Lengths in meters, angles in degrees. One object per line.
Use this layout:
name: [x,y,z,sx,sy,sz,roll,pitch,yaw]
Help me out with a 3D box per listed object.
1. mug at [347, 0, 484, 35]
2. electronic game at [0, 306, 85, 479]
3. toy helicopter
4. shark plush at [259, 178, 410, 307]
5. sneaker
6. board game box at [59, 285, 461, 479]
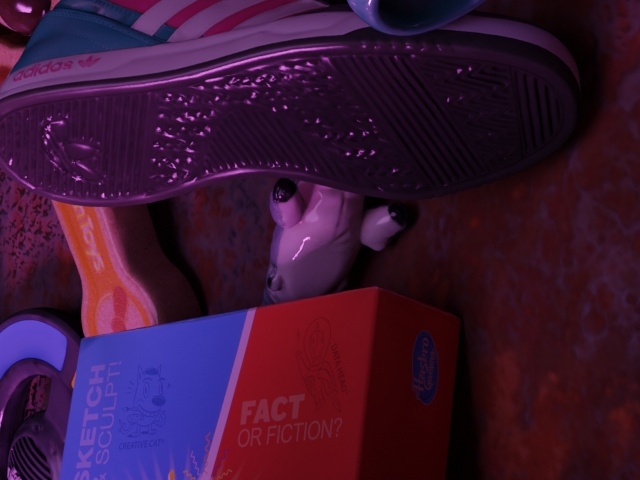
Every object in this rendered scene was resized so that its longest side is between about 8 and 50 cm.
mug: [0.084,-0.164,0.759,0.157,0.097,0.129,-21,65,36]
electronic game: [-0.180,0.159,1.204,0.229,0.048,0.229,9,102,51]
toy helicopter: [-0.142,-0.083,1.093,0.235,0.140,0.355,-21,88,42]
shark plush: [0.000,0.000,0.970,0.067,0.073,0.161,-97,14,-45]
sneaker: [-0.009,-0.110,0.897,0.295,0.124,0.178,-2,49,19]
board game box: [-0.051,0.195,0.917,0.242,0.064,0.316,-12,64,44]
